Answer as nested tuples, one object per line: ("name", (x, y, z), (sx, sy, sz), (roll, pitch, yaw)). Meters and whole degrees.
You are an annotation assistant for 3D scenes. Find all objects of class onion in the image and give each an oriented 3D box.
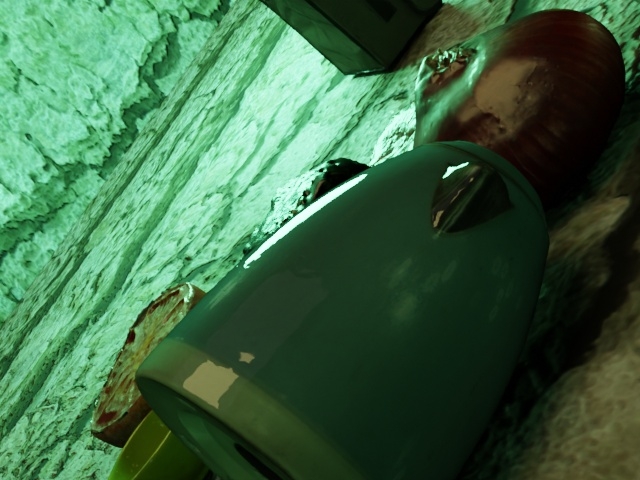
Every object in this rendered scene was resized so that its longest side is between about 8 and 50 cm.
("onion", (0.181, -0.117, 1.129), (0.248, 0.161, 0.248), (-36, 44, 46))

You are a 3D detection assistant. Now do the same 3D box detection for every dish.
("dish", (-0.165, 0.239, 1.340), (0.208, 0.080, 0.149), (-51, 15, 2))

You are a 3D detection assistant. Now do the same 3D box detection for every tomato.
("tomato", (-0.201, 0.171, 1.528), (0.237, 0.095, 0.237), (-44, 23, 25))

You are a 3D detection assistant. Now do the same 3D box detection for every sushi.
("sushi", (0.000, 0.000, 1.345), (0.127, 0.124, 0.225), (-30, 22, 45))

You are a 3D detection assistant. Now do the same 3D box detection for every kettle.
("kettle", (0.048, 0.076, 0.983), (0.342, 0.247, 0.319), (-49, -8, -20))

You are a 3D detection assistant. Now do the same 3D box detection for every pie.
("pie", (0.107, -0.115, 1.446), (0.153, 0.038, 0.153), (-44, 22, 23))

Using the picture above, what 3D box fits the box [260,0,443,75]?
("box", (0.024, -0.389, 1.811), (0.153, 0.252, 0.188), (-54, 20, -8))

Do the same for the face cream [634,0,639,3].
("face cream", (0.389, -0.362, 1.205), (0.250, 0.077, 0.077), (-54, 19, -9))
